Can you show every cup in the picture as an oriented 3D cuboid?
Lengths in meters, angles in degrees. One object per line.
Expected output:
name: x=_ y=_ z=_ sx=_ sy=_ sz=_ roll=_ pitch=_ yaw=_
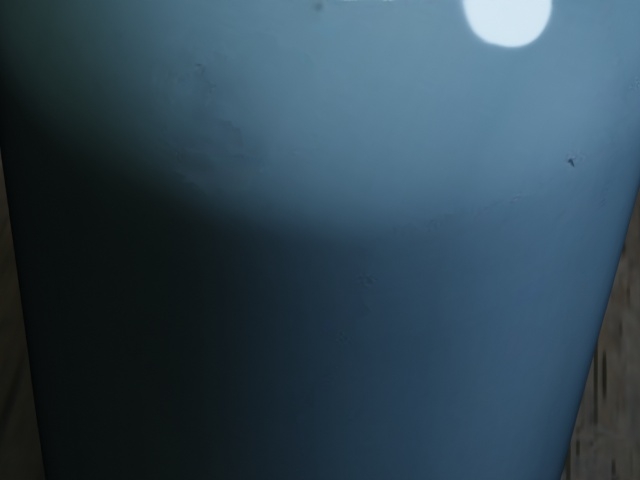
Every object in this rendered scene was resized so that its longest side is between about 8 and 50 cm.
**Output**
cup: x=0.000 y=0.000 z=0.476 sx=0.205 sy=0.312 sz=0.205 roll=2 pitch=48 yaw=-2
